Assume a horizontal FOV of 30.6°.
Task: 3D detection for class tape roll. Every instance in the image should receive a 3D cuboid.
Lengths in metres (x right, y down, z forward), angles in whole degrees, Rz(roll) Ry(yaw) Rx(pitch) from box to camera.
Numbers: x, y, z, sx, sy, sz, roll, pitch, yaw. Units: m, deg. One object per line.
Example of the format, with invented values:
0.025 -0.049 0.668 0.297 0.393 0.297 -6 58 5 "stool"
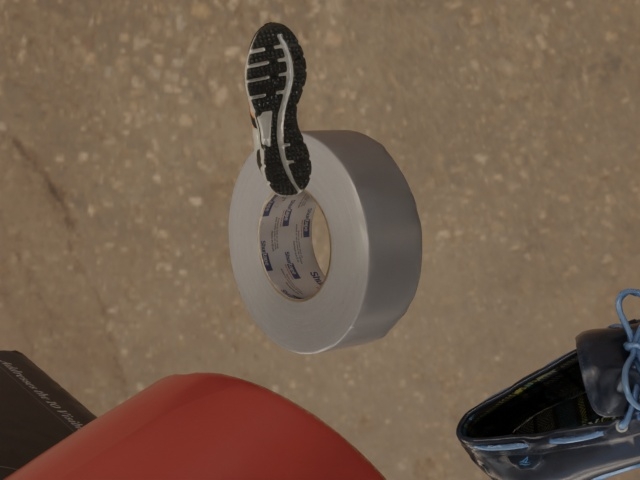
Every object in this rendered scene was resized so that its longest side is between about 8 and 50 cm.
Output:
0.000 0.000 1.157 0.072 0.219 0.219 -7 141 -40 "tape roll"

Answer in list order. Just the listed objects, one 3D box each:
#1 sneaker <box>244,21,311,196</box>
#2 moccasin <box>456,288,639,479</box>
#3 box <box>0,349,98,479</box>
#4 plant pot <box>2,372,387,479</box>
-0.031 -0.084 0.744 0.040 0.044 0.109 -5 103 -15 "sneaker"
0.268 0.138 1.048 0.117 0.137 0.342 35 121 -27 "moccasin"
-0.349 0.297 0.895 0.472 0.480 0.297 7 106 -47 "box"
-0.084 0.209 0.540 0.275 0.243 0.274 24 137 25 "plant pot"
